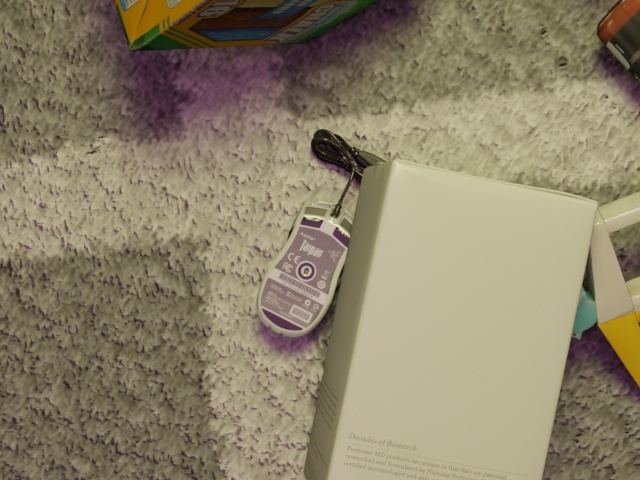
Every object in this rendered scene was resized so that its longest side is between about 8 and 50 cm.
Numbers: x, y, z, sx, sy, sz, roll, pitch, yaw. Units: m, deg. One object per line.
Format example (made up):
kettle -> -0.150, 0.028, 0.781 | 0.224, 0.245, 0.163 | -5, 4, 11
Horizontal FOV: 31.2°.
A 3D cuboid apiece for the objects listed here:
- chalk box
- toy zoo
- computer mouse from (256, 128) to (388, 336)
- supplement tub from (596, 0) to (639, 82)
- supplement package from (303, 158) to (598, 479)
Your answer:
chalk box -> -0.034, -0.283, 0.999 | 0.179, 0.289, 0.180 | -23, 83, 41
toy zoo -> 0.348, 0.023, 0.983 | 0.293, 0.030, 0.192 | -22, 118, 8
computer mouse -> 0.000, 0.000, 1.082 | 0.106, 0.042, 0.193 | 28, 88, 4
supplement tub -> 0.342, -0.147, 0.997 | 0.106, 0.106, 0.198 | -41, 83, 6
supplement package -> 0.103, 0.091, 0.979 | 0.175, 0.177, 0.293 | 11, 91, -5
